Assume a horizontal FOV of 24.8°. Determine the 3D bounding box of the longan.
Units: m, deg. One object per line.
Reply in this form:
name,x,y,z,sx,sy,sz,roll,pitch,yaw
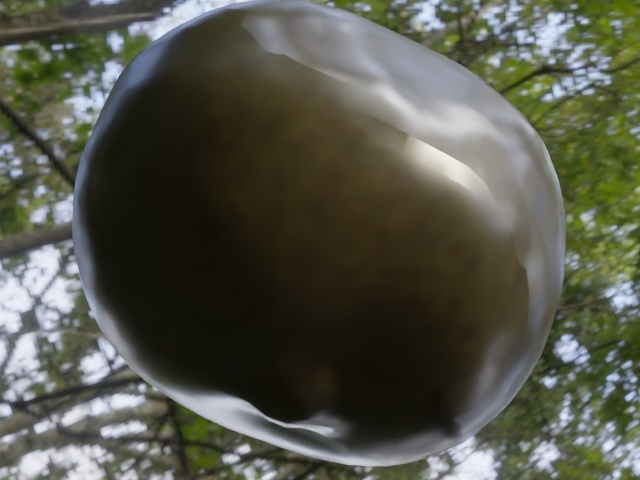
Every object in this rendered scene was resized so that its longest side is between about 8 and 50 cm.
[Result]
longan,0.000,0.000,1.047,0.361,0.361,0.361,8,-76,33
